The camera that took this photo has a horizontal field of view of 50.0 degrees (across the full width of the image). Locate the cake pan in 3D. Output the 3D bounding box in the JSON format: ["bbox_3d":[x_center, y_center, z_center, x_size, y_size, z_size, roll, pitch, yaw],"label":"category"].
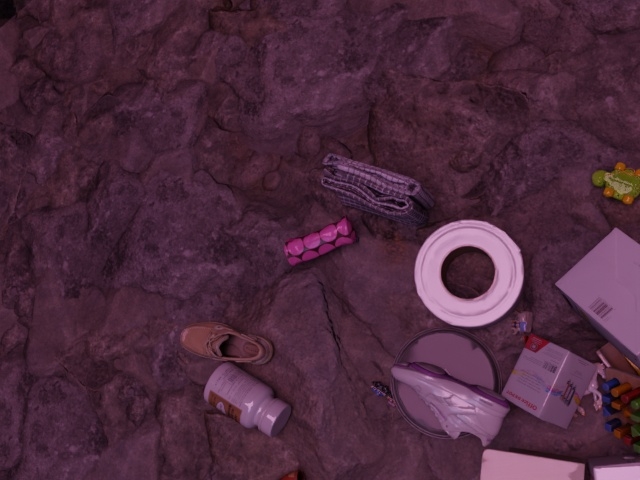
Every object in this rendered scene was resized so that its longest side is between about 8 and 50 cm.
[{"bbox_3d":[0.324,0.367,1.794,0.293,0.054,0.293,-4,75,13],"label":"cake pan"}]

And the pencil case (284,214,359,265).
[{"bbox_3d":[0.000,0.000,1.976,0.209,0.098,0.095,-20,118,14],"label":"pencil case"}]

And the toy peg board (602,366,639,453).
[{"bbox_3d":[0.708,0.397,1.583,0.079,0.160,0.161,-14,103,-25],"label":"toy peg board"}]

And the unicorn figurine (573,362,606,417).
[{"bbox_3d":[0.654,0.367,1.690,0.161,0.060,0.111,-22,62,20],"label":"unicorn figurine"}]

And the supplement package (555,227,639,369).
[{"bbox_3d":[0.732,0.142,1.615,0.204,0.145,0.262,-44,45,5],"label":"supplement package"}]

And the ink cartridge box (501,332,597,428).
[{"bbox_3d":[0.555,0.343,1.673,0.128,0.127,0.176,26,89,57],"label":"ink cartridge box"}]

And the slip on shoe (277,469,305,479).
[{"bbox_3d":[0.001,0.751,1.819,0.101,0.123,0.331,-45,64,2],"label":"slip on shoe"}]

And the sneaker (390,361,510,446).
[{"bbox_3d":[0.303,0.402,1.701,0.305,0.114,0.152,22,98,25],"label":"sneaker"}]

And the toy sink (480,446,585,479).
[{"bbox_3d":[0.507,0.590,1.663,0.234,0.131,0.153,4,81,15],"label":"toy sink"}]

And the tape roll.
[{"bbox_3d":[0.396,0.090,1.815,0.286,0.100,0.286,-4,78,19],"label":"tape roll"}]

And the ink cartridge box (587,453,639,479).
[{"bbox_3d":[0.687,0.639,1.549,0.117,0.207,0.283,-8,76,16],"label":"ink cartridge box"}]

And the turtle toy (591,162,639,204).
[{"bbox_3d":[0.758,-0.146,1.752,0.130,0.066,0.095,26,89,22],"label":"turtle toy"}]

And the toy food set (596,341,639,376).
[{"bbox_3d":[0.848,0.266,1.627,0.306,0.092,0.220,-38,70,8],"label":"toy food set"}]

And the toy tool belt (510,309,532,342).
[{"bbox_3d":[0.518,0.222,1.779,0.051,0.052,0.083,-3,73,50],"label":"toy tool belt"}]

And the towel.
[{"bbox_3d":[0.153,-0.131,1.872,0.283,0.235,0.121,20,93,22],"label":"towel"}]

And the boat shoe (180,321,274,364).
[{"bbox_3d":[-0.289,0.300,2.011,0.302,0.098,0.109,9,83,20],"label":"boat shoe"}]

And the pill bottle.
[{"bbox_3d":[-0.203,0.452,1.935,0.229,0.131,0.131,27,89,22],"label":"pill bottle"}]

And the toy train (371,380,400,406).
[{"bbox_3d":[0.201,0.432,1.856,0.158,0.027,0.036,33,104,21],"label":"toy train"}]
